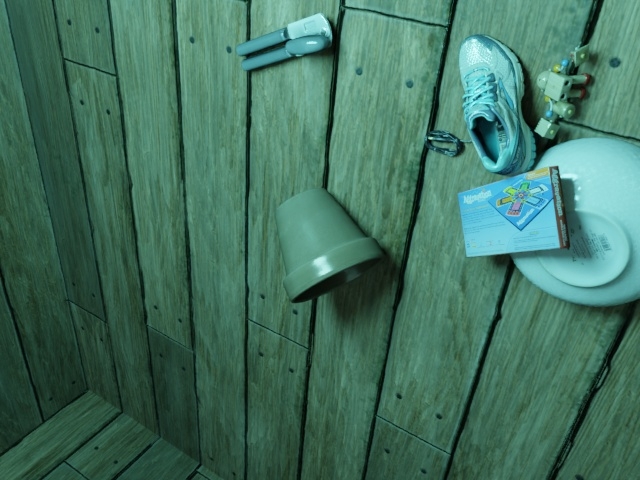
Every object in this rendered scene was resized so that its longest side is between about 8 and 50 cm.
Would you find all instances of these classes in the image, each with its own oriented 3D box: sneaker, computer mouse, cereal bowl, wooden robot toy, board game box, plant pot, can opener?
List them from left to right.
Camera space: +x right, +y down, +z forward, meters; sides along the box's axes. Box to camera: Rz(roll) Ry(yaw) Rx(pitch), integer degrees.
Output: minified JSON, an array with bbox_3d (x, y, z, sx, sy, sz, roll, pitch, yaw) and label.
[{"bbox_3d":[-0.092,-0.450,1.290,0.280,0.093,0.074,0,116,41],"label":"can opener"},{"bbox_3d":[0.000,0.000,1.401,0.263,0.263,0.230,-37,72,43],"label":"plant pot"},{"bbox_3d":[0.325,-0.206,1.159,0.241,0.041,0.071,3,117,35],"label":"computer mouse"},{"bbox_3d":[0.320,-0.256,1.050,0.110,0.122,0.283,-22,83,44],"label":"sneaker"},{"bbox_3d":[0.365,-0.046,1.094,0.281,0.027,0.145,166,96,-70],"label":"board game box"},{"bbox_3d":[0.435,-0.282,1.036,0.079,0.076,0.174,-126,34,-49],"label":"wooden robot toy"},{"bbox_3d":[0.507,-0.014,1.072,0.338,0.141,0.339,18,124,28],"label":"cereal bowl"}]
